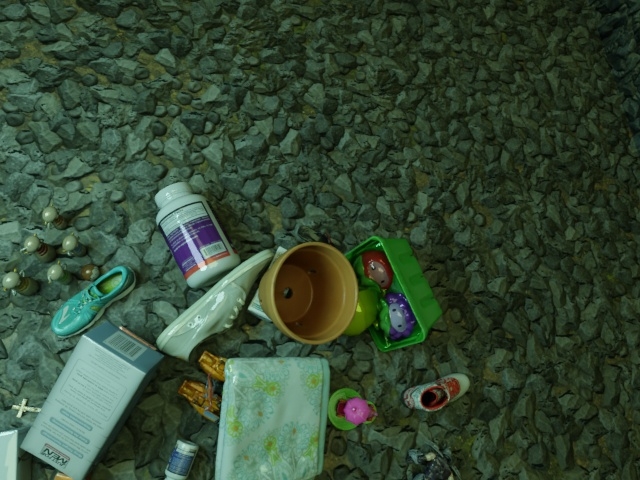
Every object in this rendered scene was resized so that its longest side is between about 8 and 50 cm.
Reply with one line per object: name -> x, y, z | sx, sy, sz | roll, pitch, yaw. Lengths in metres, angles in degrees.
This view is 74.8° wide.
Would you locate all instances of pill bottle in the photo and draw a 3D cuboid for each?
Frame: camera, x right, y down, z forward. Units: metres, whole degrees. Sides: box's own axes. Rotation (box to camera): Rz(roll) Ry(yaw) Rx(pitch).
pill bottle -> -0.404, -0.019, 1.348 | 0.181, 0.181, 0.323 | -27, 81, -20
pill bottle -> -0.403, 0.643, 1.204 | 0.067, 0.067, 0.120 | 22, 69, -7

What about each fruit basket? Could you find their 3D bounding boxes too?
fruit basket -> 0.168, 0.197, 1.399 | 0.392, 0.283, 0.392 | 14, 61, -26

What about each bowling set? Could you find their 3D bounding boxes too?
bowling set -> -0.768, 0.045, 1.250 | 0.200, 0.154, 0.287 | 14, 71, -9

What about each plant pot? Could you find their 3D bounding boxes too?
plant pot -> -0.059, 0.158, 1.273 | 0.291, 0.203, 0.290 | 4, 82, -32

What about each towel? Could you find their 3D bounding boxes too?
towel -> -0.131, 0.532, 1.222 | 0.321, 0.090, 0.374 | 8, 83, -31

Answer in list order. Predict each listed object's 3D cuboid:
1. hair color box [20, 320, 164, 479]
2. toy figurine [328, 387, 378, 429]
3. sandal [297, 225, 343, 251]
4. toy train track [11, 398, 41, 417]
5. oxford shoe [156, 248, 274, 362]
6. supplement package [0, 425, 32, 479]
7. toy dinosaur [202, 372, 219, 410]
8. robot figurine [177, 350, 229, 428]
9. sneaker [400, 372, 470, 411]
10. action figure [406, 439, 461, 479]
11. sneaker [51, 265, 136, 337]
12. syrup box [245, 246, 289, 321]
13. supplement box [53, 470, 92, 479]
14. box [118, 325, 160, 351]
hair color box -> -0.598, 0.423, 1.105 | 0.185, 0.113, 0.374 | 33, 99, -1
toy figurine -> 0.123, 0.541, 1.319 | 0.173, 0.159, 0.130 | 15, 70, -10
sandal -> 0.000, 0.000, 1.519 | 0.179, 0.040, 0.067 | 27, 69, -5
toy train track -> -0.820, 0.475, 1.181 | 0.083, 0.014, 0.048 | 15, 63, -15
oxford shoe -> -0.302, 0.204, 1.316 | 0.130, 0.169, 0.449 | 44, 75, 5
supplement package -> -0.830, 0.592, 1.092 | 0.105, 0.105, 0.179 | -5, 75, -15
toy dinosaur -> -0.322, 0.439, 1.200 | 0.047, 0.090, 0.082 | -9, 43, 0
robot figurine -> -0.272, 0.476, 1.279 | 0.291, 0.085, 0.211 | 33, 69, -3
sneaker -> 0.418, 0.512, 1.410 | 0.270, 0.145, 0.090 | -8, 75, -17
action figure -> 0.335, 0.772, 1.340 | 0.185, 0.099, 0.285 | 44, 64, 9
sneaker -> -0.686, 0.171, 1.256 | 0.107, 0.110, 0.275 | 43, 69, 2
syrup box -> -0.154, 0.148, 1.405 | 0.093, 0.096, 0.237 | 28, 69, -7
supplement box -> -0.691, 0.736, 1.098 | 0.078, 0.080, 0.233 | 17, 68, -8
box -> -0.583, 0.360, 1.233 | 0.130, 0.091, 0.170 | 34, 69, -2
